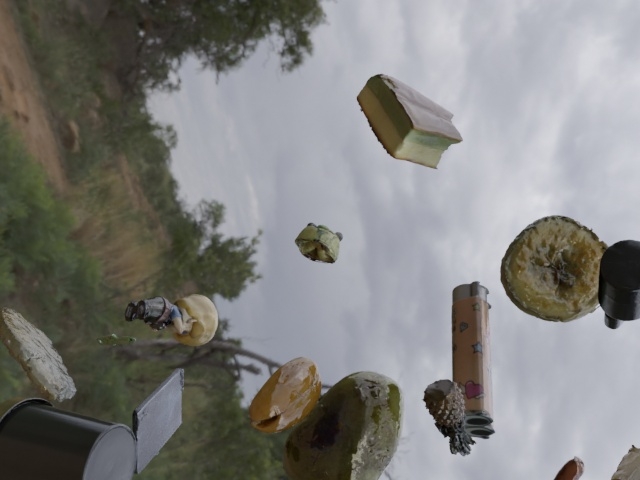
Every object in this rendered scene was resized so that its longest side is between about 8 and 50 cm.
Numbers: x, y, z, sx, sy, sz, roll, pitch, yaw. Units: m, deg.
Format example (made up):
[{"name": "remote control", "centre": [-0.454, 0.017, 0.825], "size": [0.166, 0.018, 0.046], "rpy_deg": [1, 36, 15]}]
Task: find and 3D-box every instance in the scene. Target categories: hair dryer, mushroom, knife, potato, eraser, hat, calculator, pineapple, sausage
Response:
[{"name": "hair dryer", "centre": [0.719, 0.139, 1.395], "size": [0.302, 0.116, 0.244], "rpy_deg": [27, -15, 32]}, {"name": "mushroom", "centre": [0.821, 0.595, 1.671], "size": [0.151, 0.286, 0.156], "rpy_deg": [45, -21, 2]}, {"name": "knife", "centre": [-0.521, 0.252, 1.739], "size": [0.207, 0.014, 0.030], "rpy_deg": [-12, -80, 47]}, {"name": "potato", "centre": [0.056, 0.413, 1.443], "size": [0.210, 0.307, 0.173], "rpy_deg": [36, 0, 32]}, {"name": "eraser", "centre": [0.323, 0.251, 1.449], "size": [0.171, 0.087, 0.290], "rpy_deg": [67, 25, -54]}, {"name": "hat", "centre": [0.000, 0.000, 1.239], "size": [0.077, 0.059, 0.076], "rpy_deg": [11, -26, 35]}, {"name": "calculator", "centre": [-0.383, 0.422, 1.622], "size": [0.262, 0.021, 0.161], "rpy_deg": [-44, 139, -74]}, {"name": "pineapple", "centre": [0.239, 0.328, 1.241], "size": [0.159, 0.074, 0.074], "rpy_deg": [68, -8, -25]}, {"name": "sausage", "centre": [0.398, 0.446, 1.181], "size": [0.177, 0.047, 0.040], "rpy_deg": [-57, -157, 11]}]

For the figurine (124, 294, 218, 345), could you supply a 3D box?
[{"name": "figurine", "centre": [-0.289, 0.156, 1.363], "size": [0.196, 0.114, 0.108], "rpy_deg": [15, 61, -55]}]

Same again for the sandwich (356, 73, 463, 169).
[{"name": "sandwich", "centre": [0.209, -0.278, 1.577], "size": [0.108, 0.186, 0.220], "rpy_deg": [-54, -134, 33]}]

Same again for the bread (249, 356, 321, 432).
[{"name": "bread", "centre": [-0.059, 0.306, 1.348], "size": [0.077, 0.189, 0.114], "rpy_deg": [6, -59, 38]}]

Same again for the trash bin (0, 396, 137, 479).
[{"name": "trash bin", "centre": [-0.562, 0.436, 1.390], "size": [0.214, 0.334, 0.214], "rpy_deg": [7, 90, -70]}]

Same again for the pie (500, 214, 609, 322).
[{"name": "pie", "centre": [0.580, 0.069, 1.689], "size": [0.055, 0.274, 0.274], "rpy_deg": [52, 19, -77]}]

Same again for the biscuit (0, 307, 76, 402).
[{"name": "biscuit", "centre": [-0.455, 0.162, 1.069], "size": [0.141, 0.038, 0.290], "rpy_deg": [56, -16, -28]}]
